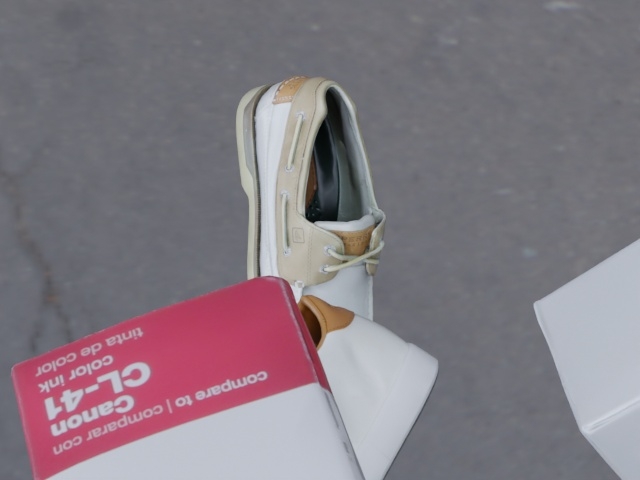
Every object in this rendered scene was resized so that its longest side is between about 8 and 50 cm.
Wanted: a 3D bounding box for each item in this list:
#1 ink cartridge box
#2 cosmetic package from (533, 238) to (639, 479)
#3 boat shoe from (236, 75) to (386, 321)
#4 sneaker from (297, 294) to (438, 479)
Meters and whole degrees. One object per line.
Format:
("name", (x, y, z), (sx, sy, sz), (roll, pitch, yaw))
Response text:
("ink cartridge box", (-0.013, 0.202, 0.771), (0.131, 0.226, 0.306), (-17, 43, -2))
("cosmetic package", (0.375, 0.052, 1.397), (0.385, 0.217, 0.156), (-30, 37, 15))
("boat shoe", (0.000, 0.000, 1.786), (0.103, 0.113, 0.302), (-10, 94, 49))
("sneaker", (-0.038, 0.155, 1.178), (0.123, 0.290, 0.106), (34, 141, -6))
